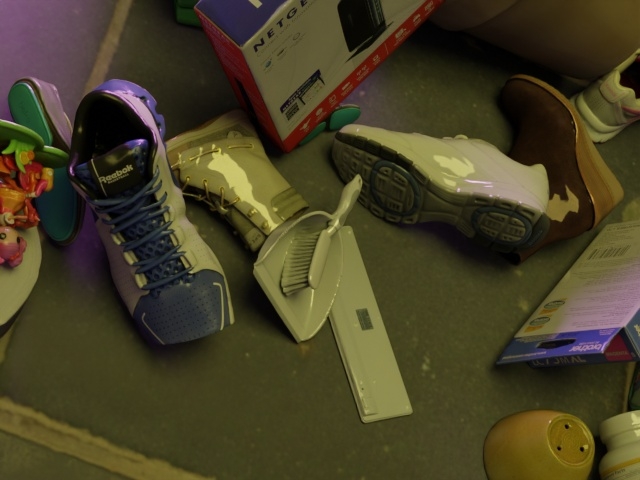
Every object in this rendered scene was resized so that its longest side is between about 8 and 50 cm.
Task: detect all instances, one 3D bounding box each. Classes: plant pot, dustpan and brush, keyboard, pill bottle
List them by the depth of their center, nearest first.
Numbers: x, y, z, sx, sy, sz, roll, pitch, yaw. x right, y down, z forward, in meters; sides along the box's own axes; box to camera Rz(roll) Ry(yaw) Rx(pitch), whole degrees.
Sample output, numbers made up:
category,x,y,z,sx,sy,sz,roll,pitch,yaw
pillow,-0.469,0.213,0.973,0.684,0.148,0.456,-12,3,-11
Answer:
category,x,y,z,sx,sy,sz,roll,pitch,yaw
dustpan and brush,0.000,0.000,1.858,0.147,0.060,0.211,59,37,-40
plant pot,0.280,0.260,1.876,0.134,0.095,0.134,11,61,-20
keyboard,0.045,0.100,1.897,0.072,0.014,0.256,-5,67,-34
pill bottle,0.406,0.309,1.908,0.103,0.103,0.184,-2,65,-27
plant pot,0.317,-0.374,2.128,0.280,0.323,0.323,36,53,-26

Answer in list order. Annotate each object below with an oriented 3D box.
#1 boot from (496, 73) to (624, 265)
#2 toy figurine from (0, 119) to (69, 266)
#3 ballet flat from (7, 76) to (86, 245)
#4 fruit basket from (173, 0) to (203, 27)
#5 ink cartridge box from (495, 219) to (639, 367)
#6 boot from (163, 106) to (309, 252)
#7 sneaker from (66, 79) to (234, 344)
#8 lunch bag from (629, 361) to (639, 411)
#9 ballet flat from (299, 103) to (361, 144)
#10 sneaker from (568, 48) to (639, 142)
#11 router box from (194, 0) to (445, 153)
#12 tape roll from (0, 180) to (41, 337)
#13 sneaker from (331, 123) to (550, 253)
category,x,y,z,sx,sy,sz,roll,pitch,yaw
boot,0.270,-0.101,2.067,0.206,0.090,0.248,-26,68,-26
toy figurine,-0.351,-0.032,1.639,0.173,0.130,0.159,19,68,-46
ballet flat,-0.304,-0.094,1.793,0.068,0.072,0.213,5,61,-59
fruit basket,-0.022,-0.466,1.983,0.392,0.283,0.392,3,65,-6
ink cartridge box,0.376,0.075,1.965,0.311,0.185,0.065,-42,110,-37
boot,-0.128,-0.052,1.852,0.213,0.077,0.165,-32,84,-35
sneaker,-0.208,-0.032,1.694,0.127,0.182,0.316,-20,88,4
lunch bag,0.514,0.140,1.948,0.107,0.279,0.224,26,67,-12
ballet flat,0.002,-0.160,1.995,0.114,0.041,0.041,-27,78,-35
sneaker,0.474,-0.229,2.219,0.252,0.111,0.103,-32,82,-35
router box,0.024,-0.296,1.839,0.335,0.301,0.082,-45,70,-7
tape roll,-0.418,0.019,1.670,0.219,0.072,0.219,11,61,-21
sneaker,0.157,-0.083,1.983,0.297,0.111,0.129,22,45,0
